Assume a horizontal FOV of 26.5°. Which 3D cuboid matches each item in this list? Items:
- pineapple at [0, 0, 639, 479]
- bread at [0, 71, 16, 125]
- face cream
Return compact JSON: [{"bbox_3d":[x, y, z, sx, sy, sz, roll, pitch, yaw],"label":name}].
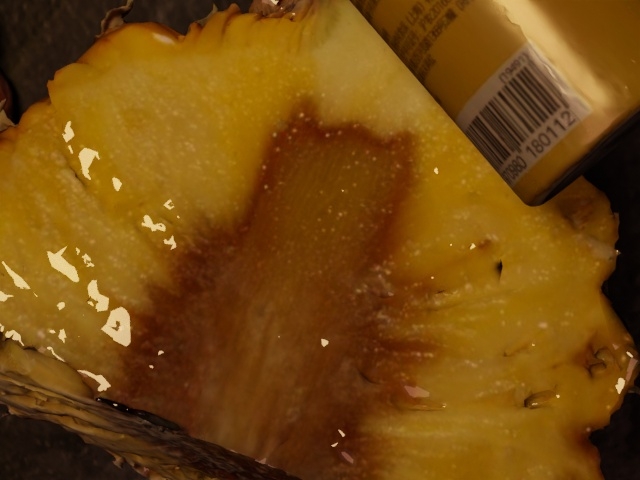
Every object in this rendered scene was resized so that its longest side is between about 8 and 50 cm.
[{"bbox_3d":[0.001,-0.003,0.691,0.344,0.286,0.209,22,163,0],"label":"pineapple"},{"bbox_3d":[-0.304,-0.043,0.776,0.244,0.123,0.190,5,119,18],"label":"bread"},{"bbox_3d":[0.015,-0.178,0.578,0.349,0.105,0.105,50,122,8],"label":"face cream"}]
